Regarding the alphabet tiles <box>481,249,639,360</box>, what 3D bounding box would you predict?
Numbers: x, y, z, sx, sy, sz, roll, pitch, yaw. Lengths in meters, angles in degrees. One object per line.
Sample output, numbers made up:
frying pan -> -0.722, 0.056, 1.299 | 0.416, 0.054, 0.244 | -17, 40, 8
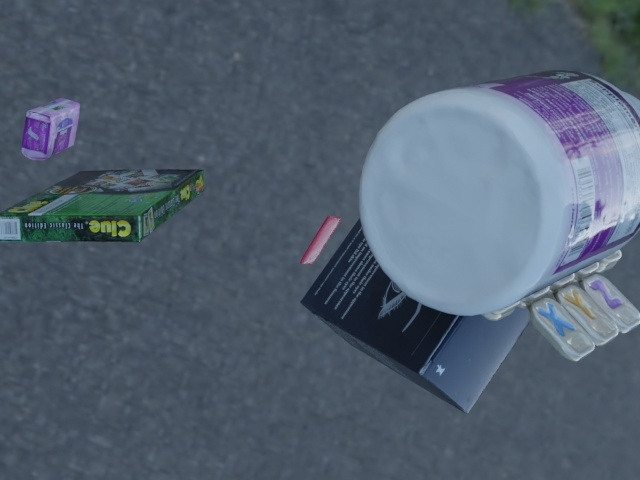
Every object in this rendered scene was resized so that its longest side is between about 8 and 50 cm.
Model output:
alphabet tiles -> 0.196, -0.003, 1.387 | 0.284, 0.278, 0.021 | -17, 150, -52

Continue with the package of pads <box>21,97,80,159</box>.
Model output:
package of pads -> -0.278, -0.115, 1.436 | 0.083, 0.032, 0.050 | -51, 154, -70

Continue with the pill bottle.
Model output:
pill bottle -> 0.172, -0.050, 1.121 | 0.301, 0.169, 0.169 | -18, 118, -56

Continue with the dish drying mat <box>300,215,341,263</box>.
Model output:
dish drying mat -> 0.000, 0.000, 2.021 | 0.032, 0.008, 0.083 | 8, 120, -54

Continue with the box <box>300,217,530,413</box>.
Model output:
box -> 0.108, 0.067, 1.501 | 0.153, 0.207, 0.108 | -54, 134, -6

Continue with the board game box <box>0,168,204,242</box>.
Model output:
board game box -> -0.205, -0.037, 1.337 | 0.259, 0.136, 0.030 | -54, 146, -75
